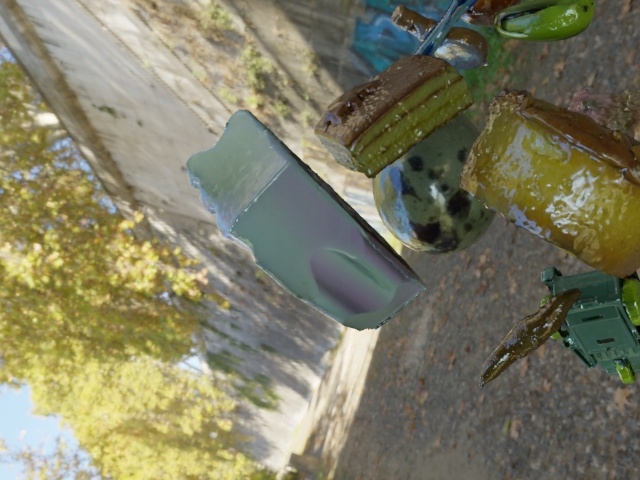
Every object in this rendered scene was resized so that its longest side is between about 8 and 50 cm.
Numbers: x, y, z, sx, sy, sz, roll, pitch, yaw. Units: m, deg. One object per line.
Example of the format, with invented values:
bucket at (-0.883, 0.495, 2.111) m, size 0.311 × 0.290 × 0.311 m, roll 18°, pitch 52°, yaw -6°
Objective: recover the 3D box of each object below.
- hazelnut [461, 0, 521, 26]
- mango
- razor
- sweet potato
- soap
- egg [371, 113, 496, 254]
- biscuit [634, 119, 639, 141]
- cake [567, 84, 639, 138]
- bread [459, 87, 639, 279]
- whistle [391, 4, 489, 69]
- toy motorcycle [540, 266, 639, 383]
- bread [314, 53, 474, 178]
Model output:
hazelnut at (0.431, -0.648, 1.686) m, size 0.182 × 0.182 × 0.182 m, roll 18°, pitch -90°, yaw -88°
mango at (0.366, -0.362, 1.074) m, size 0.091 × 0.165 × 0.074 m, roll -37°, pitch -62°, yaw -38°
razor at (0.203, -0.363, 1.231) m, size 0.324 × 0.093 × 0.056 m, roll -50°, pitch 13°, yaw 36°
sweet potato at (0.401, 0.191, 1.275) m, size 0.274 × 0.067 × 0.067 m, roll -50°, pitch 5°, yaw 17°
soap at (0.000, 0.000, 1.104) m, size 0.156 × 0.261 × 0.446 m, roll -44°, pitch -41°, yaw 5°
egg at (0.307, -0.170, 1.787) m, size 0.345 × 0.345 × 0.427 m, roll 95°, pitch 158°, yaw -80°
biscuit at (0.756, -0.197, 1.326) m, size 0.355 × 0.275 × 0.052 m, roll -27°, pitch 0°, yaw -34°
cake at (0.763, -0.208, 1.614) m, size 0.314 × 0.307 × 0.293 m, roll -44°, pitch -50°, yaw -48°
bread at (0.420, -0.099, 1.099) m, size 0.215 × 0.398 × 0.398 m, roll -61°, pitch 0°, yaw 13°
whistle at (0.238, -0.391, 1.262) m, size 0.107 × 0.220 × 0.057 m, roll -6°, pitch 65°, yaw 69°
toy motorcycle at (0.620, 0.163, 1.420) m, size 0.326 × 0.191 × 0.199 m, roll 46°, pitch -140°, yaw -37°
bread at (0.119, -0.223, 1.137) m, size 0.234 × 0.110 × 0.184 m, roll -37°, pitch 25°, yaw -4°
